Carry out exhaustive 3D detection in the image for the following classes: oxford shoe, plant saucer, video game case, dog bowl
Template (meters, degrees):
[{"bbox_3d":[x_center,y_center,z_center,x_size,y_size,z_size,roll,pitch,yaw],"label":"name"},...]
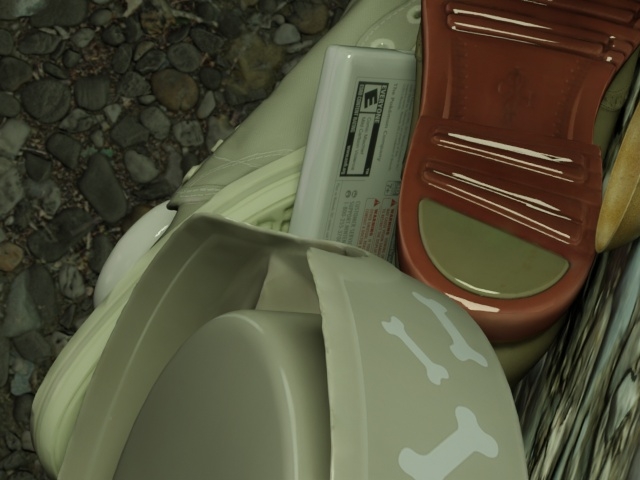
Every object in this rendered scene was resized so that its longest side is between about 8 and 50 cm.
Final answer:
[{"bbox_3d":[-0.005,-0.024,1.101,0.449,0.130,0.169,-47,-43,-20],"label":"oxford shoe"},{"bbox_3d":[0.097,-0.069,0.987,0.130,0.123,0.348,99,-170,-52],"label":"oxford shoe"},{"bbox_3d":[0.137,-0.032,0.801,0.083,0.015,0.083,19,-90,-90],"label":"plant saucer"},{"bbox_3d":[0.053,-0.006,1.058,0.183,0.023,0.201,-1,-72,-44],"label":"video game case"},{"bbox_3d":[-0.029,0.159,0.813,0.349,0.102,0.348,-166,90,-68],"label":"dog bowl"}]

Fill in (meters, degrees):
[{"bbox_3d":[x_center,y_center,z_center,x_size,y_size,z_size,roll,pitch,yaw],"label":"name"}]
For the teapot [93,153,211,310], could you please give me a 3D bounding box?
[{"bbox_3d":[0.000,0.000,1.252,0.256,0.253,0.187,-77,-3,-49],"label":"teapot"}]
